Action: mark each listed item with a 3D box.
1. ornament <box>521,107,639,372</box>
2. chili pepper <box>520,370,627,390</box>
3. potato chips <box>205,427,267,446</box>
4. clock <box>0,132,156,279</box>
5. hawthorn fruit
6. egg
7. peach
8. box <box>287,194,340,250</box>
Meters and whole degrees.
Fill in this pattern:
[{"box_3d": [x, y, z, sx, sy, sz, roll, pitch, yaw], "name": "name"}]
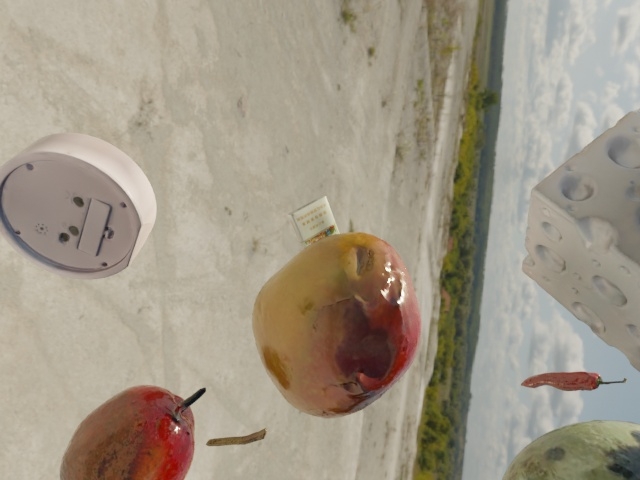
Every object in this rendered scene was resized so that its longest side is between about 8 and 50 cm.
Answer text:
[{"box_3d": [0.452, -0.006, 0.673, 0.240, 0.239, 0.240, -37, 146, -5], "name": "ornament"}, {"box_3d": [0.624, 0.353, 1.264, 0.059, 0.268, 0.050, -30, 98, -39], "name": "chili pepper"}, {"box_3d": [-0.258, 0.619, 1.559, 0.026, 0.204, 0.037, -87, 159, -53], "name": "potato chips"}, {"box_3d": [-0.331, -0.043, 0.682, 0.068, 0.197, 0.196, -89, 173, -56], "name": "clock"}, {"box_3d": [-0.410, 0.477, 1.179, 0.369, 0.285, 0.284, -41, 150, -9], "name": "hawthorn fruit"}, {"box_3d": [0.557, 0.522, 0.955, 0.345, 0.428, 0.345, 5, 90, -87], "name": "egg"}, {"box_3d": [0.029, 0.153, 0.937, 0.290, 0.373, 0.372, 47, 32, -7], "name": "peach"}, {"box_3d": [0.000, 0.000, 1.384, 0.122, 0.032, 0.220, -31, 113, -25], "name": "box"}]
